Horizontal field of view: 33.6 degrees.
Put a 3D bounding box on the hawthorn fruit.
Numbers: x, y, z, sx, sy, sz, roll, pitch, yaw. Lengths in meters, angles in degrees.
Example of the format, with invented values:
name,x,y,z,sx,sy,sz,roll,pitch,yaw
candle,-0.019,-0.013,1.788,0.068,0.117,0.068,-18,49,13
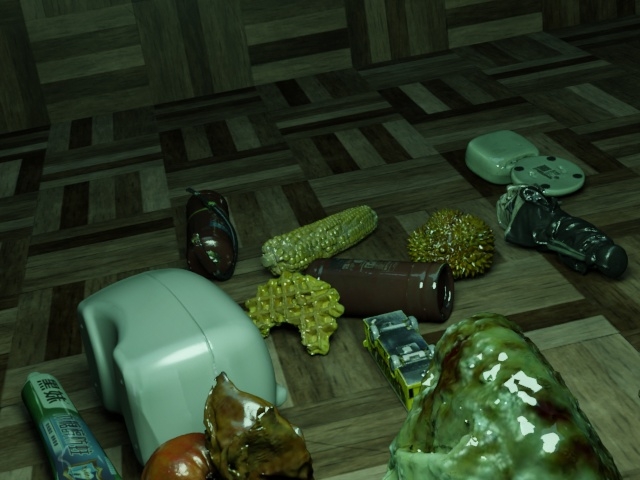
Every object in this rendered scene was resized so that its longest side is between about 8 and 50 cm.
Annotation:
name,x,y,z,sx,sy,sz,roll,pitch,yaw
hawthorn fruit,-0.173,0.314,1.374,0.133,0.133,0.138,-27,7,-36

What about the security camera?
name,x,y,z,sx,sy,sz,roll,pitch,yaw
security camera,0.445,-0.151,2.315,0.157,0.080,0.301,-18,34,-25

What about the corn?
name,x,y,z,sx,sy,sz,roll,pitch,yaw
corn,0.000,0.000,2.106,0.288,0.086,0.086,-24,27,-36

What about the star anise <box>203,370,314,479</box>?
name,x,y,z,sx,sy,sz,roll,pitch,yaw
star anise,-0.071,0.317,1.250,0.148,0.237,0.346,-1,59,2

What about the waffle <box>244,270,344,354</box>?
name,x,y,z,sx,sy,sz,roll,pitch,yaw
waffle,-0.048,0.130,1.816,0.194,0.051,0.149,19,77,35

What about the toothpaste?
name,x,y,z,sx,sy,sz,roll,pitch,yaw
toothpaste,-0.389,0.289,1.599,0.099,0.061,0.392,-5,21,-27

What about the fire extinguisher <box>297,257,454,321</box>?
name,x,y,z,sx,sy,sz,roll,pitch,yaw
fire extinguisher,0.065,0.085,1.882,0.344,0.102,0.138,2,-7,26

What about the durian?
name,x,y,z,sx,sy,sz,roll,pitch,yaw
durian,0.244,0.009,1.947,0.158,0.137,0.168,20,17,15

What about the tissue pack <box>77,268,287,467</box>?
name,x,y,z,sx,sy,sz,roll,pitch,yaw
tissue pack,-0.206,0.176,1.578,0.236,0.229,0.333,-18,24,-22

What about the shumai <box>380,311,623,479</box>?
name,x,y,z,sx,sy,sz,roll,pitch,yaw
shumai,0.138,0.295,1.085,0.348,0.395,0.395,-28,22,8

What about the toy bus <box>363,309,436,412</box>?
name,x,y,z,sx,sy,sz,roll,pitch,yaw
toy bus,0.134,0.181,1.643,0.081,0.074,0.226,-15,24,-11

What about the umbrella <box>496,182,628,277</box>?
name,x,y,z,sx,sy,sz,roll,pitch,yaw
umbrella,0.435,-0.019,1.957,0.106,0.113,0.358,6,17,-23

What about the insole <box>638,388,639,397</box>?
name,x,y,z,sx,sy,sz,roll,pitch,yaw
insole,0.529,0.246,1.433,0.086,0.005,0.253,-19,25,-23

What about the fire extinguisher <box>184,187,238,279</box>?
name,x,y,z,sx,sy,sz,roll,pitch,yaw
fire extinguisher,-0.233,-0.015,2.175,0.105,0.141,0.341,-35,22,7
